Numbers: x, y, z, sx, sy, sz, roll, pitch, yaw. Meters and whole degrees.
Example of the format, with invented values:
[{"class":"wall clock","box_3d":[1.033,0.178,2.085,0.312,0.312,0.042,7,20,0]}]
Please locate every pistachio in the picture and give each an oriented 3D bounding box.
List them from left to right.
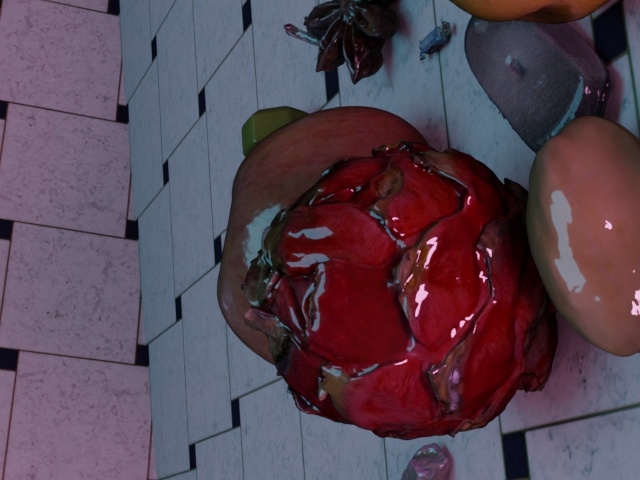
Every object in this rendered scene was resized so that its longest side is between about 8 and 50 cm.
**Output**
[{"class":"pistachio","box_3d":[0.255,-0.003,1.125,0.136,0.136,0.226,131,129,-60]}]

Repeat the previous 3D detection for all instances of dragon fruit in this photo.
[{"class":"dragon fruit","box_3d":[0.092,0.051,1.283,0.329,0.329,0.329,-179,90,-69]}]

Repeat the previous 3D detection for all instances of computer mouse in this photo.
[{"class":"computer mouse","box_3d":[0.228,-0.165,1.273,0.113,0.068,0.229,-59,45,31]}]

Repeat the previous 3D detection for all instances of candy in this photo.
[{"class":"candy","box_3d":[0.141,-0.250,1.563,0.083,0.020,0.030,139,127,-62]}]

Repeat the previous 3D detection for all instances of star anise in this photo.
[{"class":"star anise","box_3d":[0.045,-0.318,1.732,0.262,0.081,0.230,-22,68,56]}]

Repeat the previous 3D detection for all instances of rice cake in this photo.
[{"class":"rice cake","box_3d":[0.105,0.360,1.601,0.055,0.049,0.269,45,135,33]}]

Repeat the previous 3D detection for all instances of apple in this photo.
[{"class":"apple","box_3d":[0.000,0.000,1.579,0.345,0.270,0.344,180,90,-70]}]

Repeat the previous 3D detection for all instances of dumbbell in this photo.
[{"class":"dumbbell","box_3d":[-0.056,-0.057,1.954,0.108,0.121,0.301,-15,73,38]}]

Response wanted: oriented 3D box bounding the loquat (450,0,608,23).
[{"class":"loquat","box_3d":[0.194,-0.291,1.166,0.213,0.213,0.213,-179,90,-69]}]
